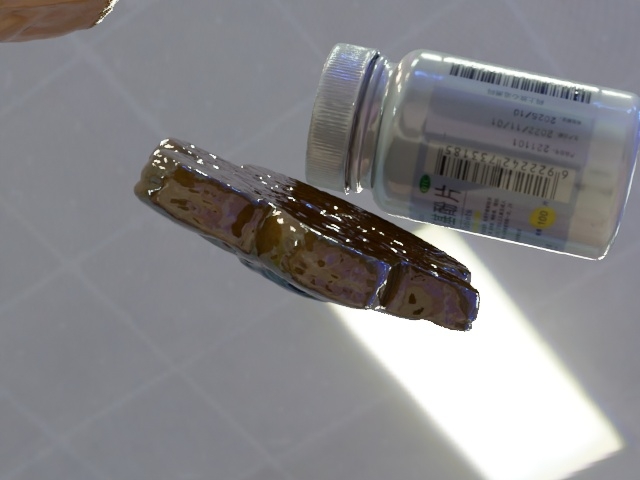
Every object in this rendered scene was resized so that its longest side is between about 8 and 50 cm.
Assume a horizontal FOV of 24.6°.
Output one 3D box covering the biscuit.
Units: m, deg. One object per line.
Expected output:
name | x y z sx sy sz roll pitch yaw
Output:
biscuit | 0.000 0.000 0.724 0.180 0.236 0.039 26 -82 17

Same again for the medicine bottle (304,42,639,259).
medicine bottle | 0.091 -0.056 0.877 0.187 0.102 0.102 13 -54 7

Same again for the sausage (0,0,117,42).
sausage | -0.100 -0.160 0.478 0.098 0.238 0.098 -5 -32 -3
